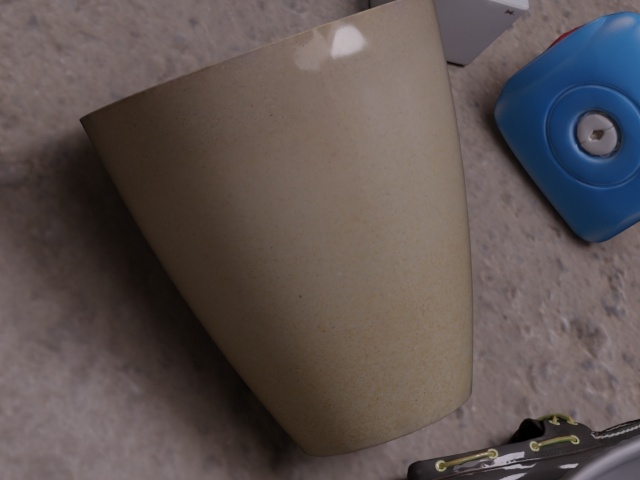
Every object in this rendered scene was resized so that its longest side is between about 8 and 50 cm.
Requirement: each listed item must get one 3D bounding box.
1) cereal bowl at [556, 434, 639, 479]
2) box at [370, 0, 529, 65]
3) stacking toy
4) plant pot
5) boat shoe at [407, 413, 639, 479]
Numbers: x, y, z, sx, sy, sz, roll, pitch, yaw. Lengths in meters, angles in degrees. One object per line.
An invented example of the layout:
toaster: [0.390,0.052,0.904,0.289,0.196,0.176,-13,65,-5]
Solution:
cereal bowl: [0.268,0.294,1.083,0.339,0.141,0.339,0,85,1]
box: [0.106,-0.216,1.311,0.102,0.101,0.087,10,62,-25]
stacking toy: [0.304,-0.143,1.379,0.166,0.175,0.302,55,41,0]
plant pot: [0.000,0.000,1.077,0.256,0.256,0.274,-24,97,-37]
boat shoe: [0.166,0.167,1.169,0.227,0.081,0.069,-15,79,-33]
